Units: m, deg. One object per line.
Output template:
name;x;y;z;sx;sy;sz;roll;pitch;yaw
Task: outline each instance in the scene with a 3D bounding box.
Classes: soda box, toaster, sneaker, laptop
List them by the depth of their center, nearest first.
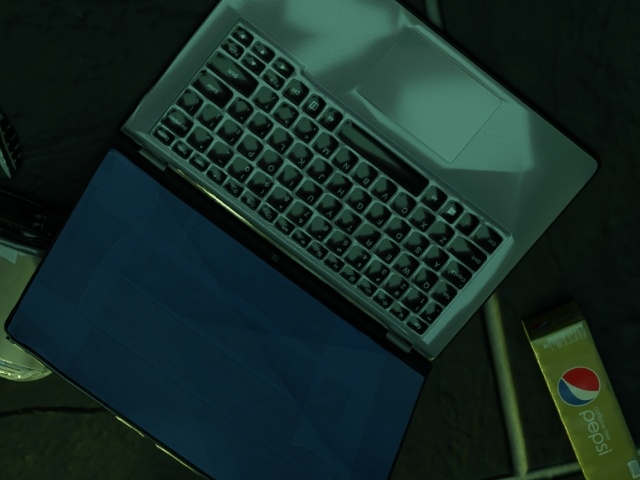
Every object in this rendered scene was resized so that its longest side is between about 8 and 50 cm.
laptop;0.000;0.000;1.746;0.382;0.236;0.408;37;102;-14
toaster;-0.305;0.029;1.793;0.227;0.129;0.146;20;108;-10
sneaker;-0.311;-0.103;1.802;0.044;0.040;0.109;-20;105;20
soda box;0.255;0.152;1.901;0.058;0.061;0.181;-22;108;4
